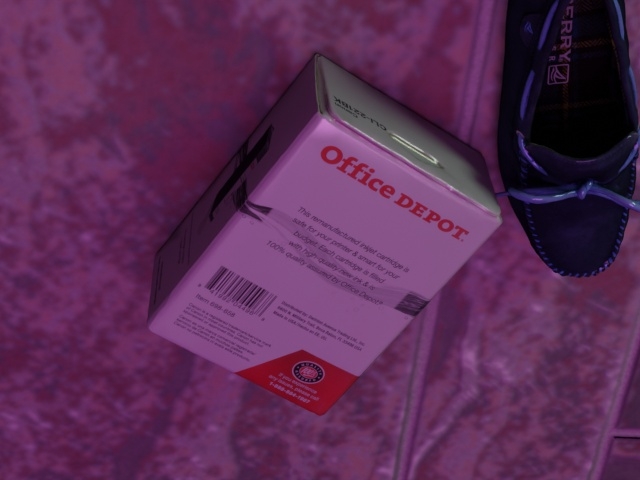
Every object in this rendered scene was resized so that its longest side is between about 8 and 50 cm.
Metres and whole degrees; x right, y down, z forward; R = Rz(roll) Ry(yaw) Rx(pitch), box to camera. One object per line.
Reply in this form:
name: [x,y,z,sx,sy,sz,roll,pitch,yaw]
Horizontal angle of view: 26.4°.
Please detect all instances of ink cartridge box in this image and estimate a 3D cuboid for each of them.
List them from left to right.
ink cartridge box: [0.000,0.000,1.223,0.197,0.114,0.273,29,120,-22]

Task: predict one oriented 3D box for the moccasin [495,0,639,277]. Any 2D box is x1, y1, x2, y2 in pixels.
moccasin: [0.206,-0.094,1.168,0.137,0.117,0.342,-13,126,5]
